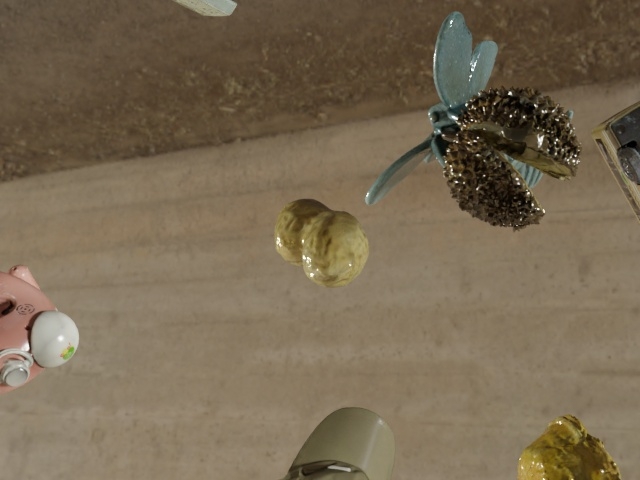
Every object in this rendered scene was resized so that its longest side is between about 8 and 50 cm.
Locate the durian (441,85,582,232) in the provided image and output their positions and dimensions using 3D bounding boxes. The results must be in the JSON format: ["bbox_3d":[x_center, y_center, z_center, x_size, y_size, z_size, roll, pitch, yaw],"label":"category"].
[{"bbox_3d":[0.244,-0.113,1.003,0.196,0.196,0.167,-4,154,21],"label":"durian"}]

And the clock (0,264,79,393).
[{"bbox_3d":[-0.387,0.114,0.890,0.165,0.162,0.093,-30,133,-21],"label":"clock"}]

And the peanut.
[{"bbox_3d":[0.000,0.000,1.035,0.098,0.103,0.229,32,179,-27],"label":"peanut"}]

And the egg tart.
[{"bbox_3d":[0.528,0.561,1.630,0.152,0.352,0.340,-4,122,-6],"label":"egg tart"}]

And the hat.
[{"bbox_3d":[0.045,0.303,0.949,0.166,0.173,0.144,36,166,-10],"label":"hat"}]

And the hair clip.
[{"bbox_3d":[0.310,-0.201,1.414,0.238,0.392,0.318,34,-150,19],"label":"hair clip"}]

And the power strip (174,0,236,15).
[{"bbox_3d":[-0.216,-0.354,0.996,0.060,0.027,0.252,16,-179,42],"label":"power strip"}]

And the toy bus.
[{"bbox_3d":[0.507,-0.066,1.045,0.139,0.290,0.157,-31,-178,7],"label":"toy bus"}]
